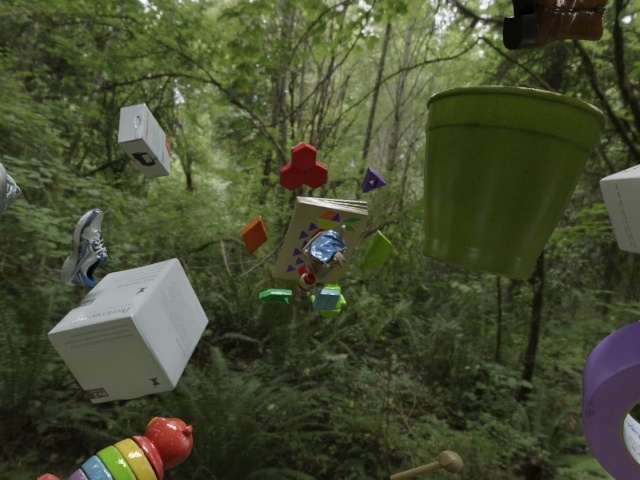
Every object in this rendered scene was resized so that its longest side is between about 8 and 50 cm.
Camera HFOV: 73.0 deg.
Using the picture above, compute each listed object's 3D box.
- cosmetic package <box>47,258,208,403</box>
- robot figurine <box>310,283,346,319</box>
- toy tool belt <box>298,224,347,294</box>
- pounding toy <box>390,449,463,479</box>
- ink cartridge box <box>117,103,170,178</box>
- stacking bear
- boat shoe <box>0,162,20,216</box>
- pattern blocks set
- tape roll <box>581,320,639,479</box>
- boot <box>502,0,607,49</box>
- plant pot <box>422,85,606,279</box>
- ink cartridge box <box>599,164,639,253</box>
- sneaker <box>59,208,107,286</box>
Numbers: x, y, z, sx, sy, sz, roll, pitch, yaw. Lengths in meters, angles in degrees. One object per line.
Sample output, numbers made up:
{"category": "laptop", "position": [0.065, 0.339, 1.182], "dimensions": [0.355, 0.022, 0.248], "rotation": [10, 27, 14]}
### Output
{"category": "cosmetic package", "position": [-0.313, 0.149, 0.741], "dimensions": [0.151, 0.152, 0.184], "rotation": [-14, 24, 10]}
{"category": "robot figurine", "position": [0.025, 0.170, 1.244], "dimensions": [0.101, 0.115, 0.067], "rotation": [0, -1, -21]}
{"category": "toy tool belt", "position": [0.004, 0.018, 0.510], "dimensions": [0.052, 0.051, 0.083], "rotation": [33, 46, 3]}
{"category": "pounding toy", "position": [0.225, 0.537, 0.848], "dimensions": [0.154, 0.270, 0.155], "rotation": [28, 0, -33]}
{"category": "ink cartridge box", "position": [-0.495, -0.279, 1.228], "dimensions": [0.072, 0.128, 0.175], "rotation": [-9, -25, 2]}
{"category": "stacking bear", "position": [-0.416, 0.500, 0.942], "dimensions": [0.289, 0.175, 0.164], "rotation": [-29, 67, -39]}
{"category": "boat shoe", "position": [-0.565, -0.083, 0.733], "dimensions": [0.227, 0.079, 0.081], "rotation": [-26, 8, 37]}
{"category": "pattern blocks set", "position": [0.000, 0.000, 0.791], "dimensions": [0.285, 0.325, 0.026], "rotation": [16, 30, -26]}
{"category": "tape roll", "position": [0.500, 0.234, 0.564], "dimensions": [0.274, 0.275, 0.090], "rotation": [10, 29, 25]}
{"category": "boot", "position": [0.548, -0.567, 0.947], "dimensions": [0.280, 0.264, 0.096], "rotation": [-15, 26, -16]}
{"category": "plant pot", "position": [0.380, -0.107, 0.968], "dimensions": [0.366, 0.353, 0.366], "rotation": [13, 4, -1]}
{"category": "ink cartridge box", "position": [0.489, -0.056, 0.477], "dimensions": [0.198, 0.115, 0.273], "rotation": [-20, 4, 7]}
{"category": "sneaker", "position": [-0.382, 0.015, 0.728], "dimensions": [0.058, 0.135, 0.052], "rotation": [16, -1, 0]}
